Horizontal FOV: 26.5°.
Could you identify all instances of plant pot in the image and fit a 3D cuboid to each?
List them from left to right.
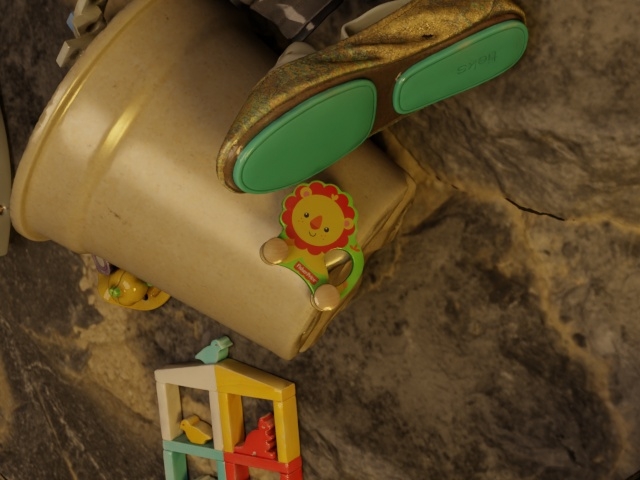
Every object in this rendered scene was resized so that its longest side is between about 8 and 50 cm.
[{"bbox_3d":[-0.087,-0.052,1.372,0.305,0.334,0.334,36,121,9],"label":"plant pot"}]

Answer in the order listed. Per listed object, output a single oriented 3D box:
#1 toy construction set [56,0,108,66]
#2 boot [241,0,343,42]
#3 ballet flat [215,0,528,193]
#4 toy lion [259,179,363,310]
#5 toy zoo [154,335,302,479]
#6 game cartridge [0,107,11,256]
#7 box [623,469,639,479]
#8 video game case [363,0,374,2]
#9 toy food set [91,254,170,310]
[{"bbox_3d":[-0.307,-0.337,1.520,0.215,0.151,0.328,-39,87,11],"label":"toy construction set"},{"bbox_3d":[-0.042,-0.368,1.337,0.222,0.338,0.118,25,163,-16],"label":"boot"},{"bbox_3d":[0.031,-0.151,1.242,0.123,0.348,0.123,46,152,33],"label":"ballet flat"},{"bbox_3d":[0.000,0.000,1.226,0.100,0.034,0.096,43,82,-2],"label":"toy lion"},{"bbox_3d":[-0.108,0.257,1.625,0.192,0.030,0.293,5,107,34],"label":"toy zoo"},{"bbox_3d":[-0.474,-0.109,1.671,0.060,0.196,0.294,3,104,41],"label":"game cartridge"},{"bbox_3d":[0.299,0.238,1.242,0.190,0.184,0.045,-43,79,34],"label":"box"},{"bbox_3d":[0.040,-0.344,1.150,0.274,0.026,0.196,114,141,-76],"label":"video game case"},{"bbox_3d":[-0.242,-0.014,1.616,0.128,0.071,0.218,6,106,33],"label":"toy food set"}]
